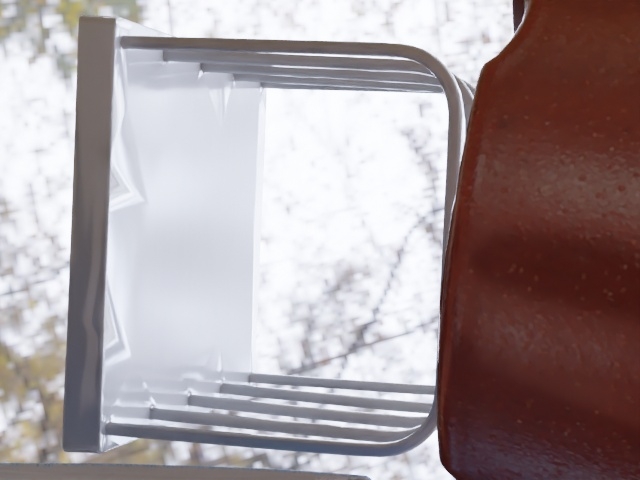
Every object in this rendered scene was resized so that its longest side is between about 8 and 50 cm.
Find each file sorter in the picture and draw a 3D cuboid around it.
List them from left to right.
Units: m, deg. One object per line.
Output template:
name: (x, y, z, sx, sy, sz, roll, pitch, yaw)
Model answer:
file sorter: (0.000, 0.000, 0.899, 0.173, 0.277, 0.193, 3, -89, 12)

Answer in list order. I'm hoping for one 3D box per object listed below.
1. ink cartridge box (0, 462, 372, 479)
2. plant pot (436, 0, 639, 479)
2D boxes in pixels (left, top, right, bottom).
ink cartridge box: (-0.084, 0.209, 0.818, 0.270, 0.197, 0.198, 111, -20, -79)
plant pot: (0.185, 0.012, 0.518, 0.265, 0.272, 0.272, 9, -72, 17)
